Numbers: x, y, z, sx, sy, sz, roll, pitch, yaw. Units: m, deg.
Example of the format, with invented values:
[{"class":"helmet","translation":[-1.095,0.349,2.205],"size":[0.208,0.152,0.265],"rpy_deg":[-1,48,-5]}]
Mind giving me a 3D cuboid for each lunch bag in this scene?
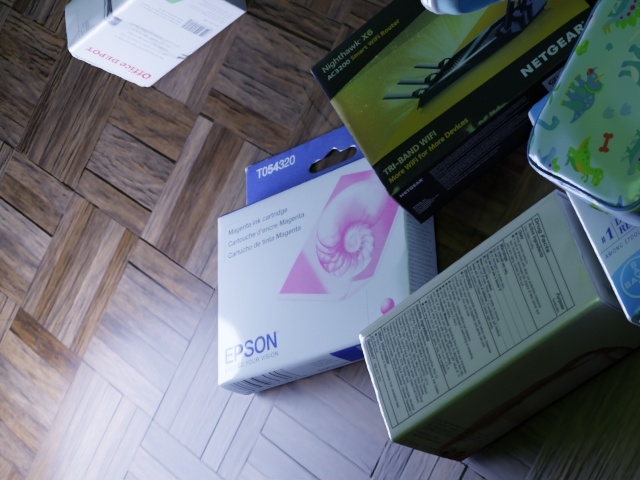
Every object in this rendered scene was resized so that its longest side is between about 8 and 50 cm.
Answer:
[{"class":"lunch bag","translation":[0.310,-0.127,1.509],"size":[0.176,0.090,0.219],"rpy_deg":[33,98,47]}]

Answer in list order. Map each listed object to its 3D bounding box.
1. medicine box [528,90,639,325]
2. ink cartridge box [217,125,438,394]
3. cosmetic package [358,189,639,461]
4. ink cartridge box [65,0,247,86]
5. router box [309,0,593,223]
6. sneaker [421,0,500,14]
[{"class":"medicine box","translation":[0.391,-0.084,1.588],"size":[0.263,0.149,0.289],"rpy_deg":[-41,51,26]},{"class":"ink cartridge box","translation":[0.000,0.000,2.000],"size":[0.324,0.071,0.330],"rpy_deg":[-22,62,38]},{"class":"cosmetic package","translation":[0.201,0.099,1.719],"size":[0.296,0.129,0.153],"rpy_deg":[-37,51,30]},{"class":"ink cartridge box","translation":[-0.241,-0.335,2.297],"size":[0.219,0.160,0.092],"rpy_deg":[-32,53,32]},{"class":"router box","translation":[0.168,-0.206,1.855],"size":[0.309,0.081,0.243],"rpy_deg":[-39,50,10]},{"class":"sneaker","translation":[0.273,-0.309,1.711],"size":[0.319,0.127,0.208],"rpy_deg":[-36,54,-26]}]
